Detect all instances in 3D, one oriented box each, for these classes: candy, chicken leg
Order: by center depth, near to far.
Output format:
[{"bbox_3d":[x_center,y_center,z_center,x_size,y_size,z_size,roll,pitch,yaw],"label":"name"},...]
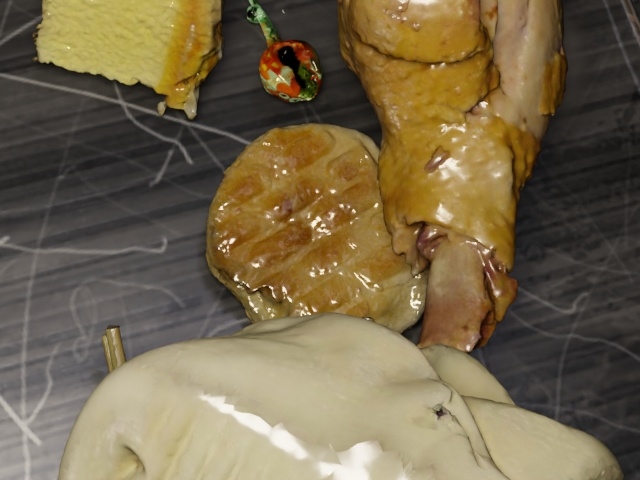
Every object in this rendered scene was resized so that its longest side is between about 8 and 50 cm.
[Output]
[{"bbox_3d":[0.086,-0.107,1.382,0.182,0.295,0.409,-1,64,12],"label":"chicken leg"},{"bbox_3d":[-0.052,-0.189,1.532,0.055,0.049,0.184,-3,57,-44],"label":"candy"}]

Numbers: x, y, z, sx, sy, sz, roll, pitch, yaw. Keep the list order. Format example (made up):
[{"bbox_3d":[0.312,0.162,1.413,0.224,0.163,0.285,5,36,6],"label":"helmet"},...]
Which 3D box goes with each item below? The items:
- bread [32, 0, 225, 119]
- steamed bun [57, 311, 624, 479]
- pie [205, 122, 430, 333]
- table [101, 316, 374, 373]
[{"bbox_3d":[-0.140,-0.193,1.460,0.147,0.152,0.127,14,57,-5],"label":"bread"},{"bbox_3d":[0.032,0.200,1.182,0.368,0.342,0.255,23,32,12],"label":"steamed bun"},{"bbox_3d":[0.000,0.000,1.460,0.195,0.046,0.195,4,67,-10],"label":"pie"},{"bbox_3d":[-0.059,0.116,1.352,0.240,0.121,0.111,-1,83,-11],"label":"table"}]
